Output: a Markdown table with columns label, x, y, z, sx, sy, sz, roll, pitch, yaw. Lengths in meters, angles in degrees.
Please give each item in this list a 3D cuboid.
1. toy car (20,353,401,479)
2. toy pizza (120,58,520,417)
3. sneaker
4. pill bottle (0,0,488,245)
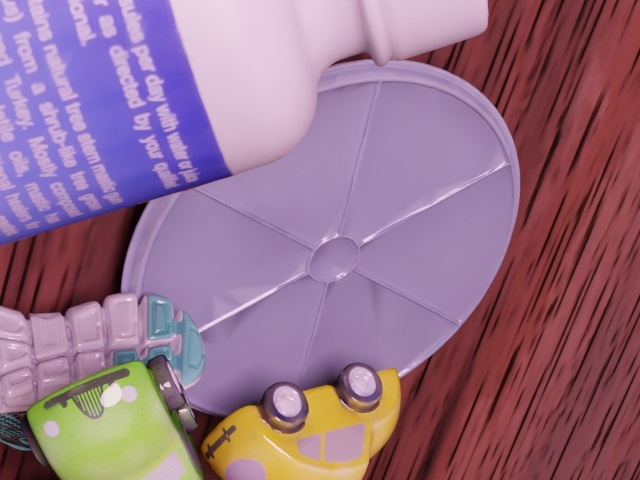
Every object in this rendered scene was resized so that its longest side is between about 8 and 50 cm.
| label | x | y | z | sx | sy | sz | roll | pitch | yaw |
| --- | --- | --- | --- | --- | --- | --- | --- | --- | --- |
| toy car | -0.072 | 0.104 | 0.764 | 0.239 | 0.053 | 0.225 | -24 | 162 | -2 |
| toy pizza | 0.000 | 0.000 | 0.836 | 0.201 | 0.032 | 0.201 | -16 | 132 | -19 |
| sneaker | -0.136 | 0.064 | 0.770 | 0.166 | 0.065 | 0.076 | 5 | 142 | -17 |
| pill bottle | -0.090 | -0.080 | 0.585 | 0.272 | 0.152 | 0.152 | -16 | 132 | 1 |
